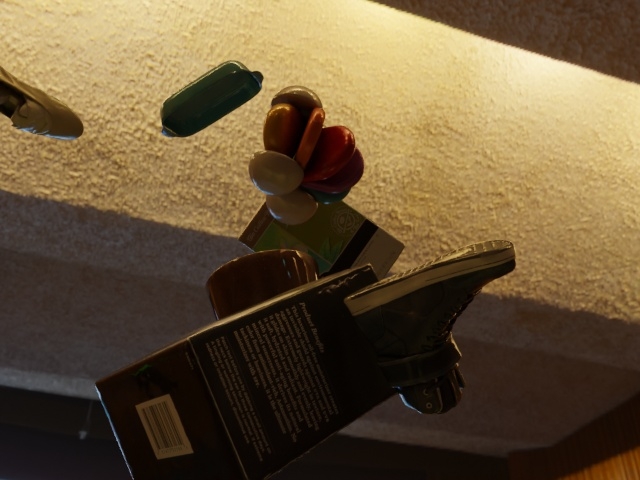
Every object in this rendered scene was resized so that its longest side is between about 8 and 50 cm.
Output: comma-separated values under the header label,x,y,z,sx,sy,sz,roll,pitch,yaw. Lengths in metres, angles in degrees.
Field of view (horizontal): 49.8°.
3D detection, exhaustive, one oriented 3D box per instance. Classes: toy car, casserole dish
label,x,y,z,sx,sy,sz,roll,pitch,yaw
toy car,-0.008,-0.113,0.948,0.136,0.159,0.182,8,-26,18
casserole dish,-0.180,-0.230,1.111,0.189,0.037,0.114,-31,-13,7

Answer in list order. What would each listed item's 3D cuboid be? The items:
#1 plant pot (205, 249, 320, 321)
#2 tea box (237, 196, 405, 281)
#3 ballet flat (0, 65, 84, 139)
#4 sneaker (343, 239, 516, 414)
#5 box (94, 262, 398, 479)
label,x,y,z,sx,sy,sz,roll,pitch,yaw
plant pot,-0.083,0.169,1.240,0.216,0.230,0.215,-11,-28,-6
tea box,0.000,0.000,1.683,0.324,0.219,0.329,34,1,-2
ballet flat,-0.524,-0.234,1.162,0.248,0.086,0.086,34,-46,-22
sneaker,0.145,0.100,0.760,0.086,0.163,0.226,-20,-6,-46
box,-0.087,0.183,0.906,0.294,0.182,0.296,-19,-6,-42
